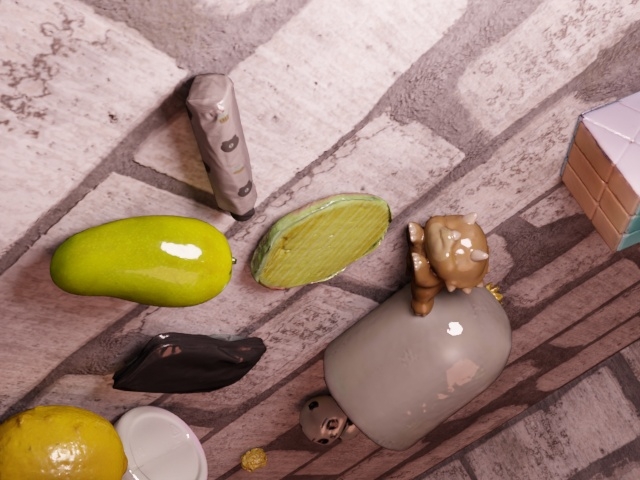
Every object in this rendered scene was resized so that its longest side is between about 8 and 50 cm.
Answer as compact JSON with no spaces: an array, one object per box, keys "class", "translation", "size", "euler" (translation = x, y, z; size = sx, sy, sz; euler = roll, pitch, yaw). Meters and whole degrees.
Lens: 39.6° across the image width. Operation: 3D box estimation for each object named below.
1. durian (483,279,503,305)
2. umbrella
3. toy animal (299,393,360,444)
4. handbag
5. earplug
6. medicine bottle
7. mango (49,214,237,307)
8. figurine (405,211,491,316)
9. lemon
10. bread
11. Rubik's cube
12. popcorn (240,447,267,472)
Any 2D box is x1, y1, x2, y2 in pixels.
[{"class":"durian","translation":[0.355,0.186,2.210],"size":[0.252,0.139,0.144],"euler":[-40,154,22]},{"class":"umbrella","translation":[-0.141,-0.125,1.335],"size":[0.337,0.067,0.073],"euler":[83,30,-60]},{"class":"toy animal","translation":[0.025,0.500,2.459],"size":[0.179,0.138,0.166],"euler":[-1,127,-47]},{"class":"handbag","translation":[-0.267,0.259,1.871],"size":[0.191,0.075,0.332],"euler":[-43,149,28]},{"class":"earplug","translation":[0.241,0.254,2.051],"size":[0.394,0.312,0.313],"euler":[-43,148,24]},{"class":"medicine bottle","translation":[-0.421,0.539,2.024],"size":[0.241,0.252,0.253],"euler":[-41,149,26]},{"class":"mango","translation":[-0.279,0.033,1.421],"size":[0.293,0.142,0.175],"euler":[0,149,-23]},{"class":"figurine","translation":[0.269,0.037,1.844],"size":[0.173,0.177,0.247],"euler":[-6,139,1]},{"class":"lemon","translation":[-0.534,0.455,1.788],"size":[0.284,0.260,0.260],"euler":[-18,153,-41]},{"class":"bread","translation":[0.005,-0.002,1.696],"size":[0.302,0.045,0.301],"euler":[-21,154,-11]},{"class":"Rubik's cube","translation":[0.654,-0.150,1.804],"size":[0.231,0.221,0.224],"euler":[-22,151,-9]},{"class":"popcorn","translation":[-0.195,0.645,2.605],"size":[0.082,0.057,0.083],"euler":[-22,149,-23]}]
